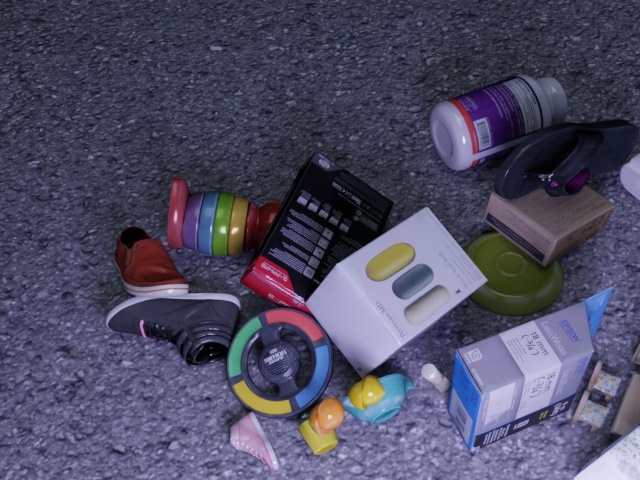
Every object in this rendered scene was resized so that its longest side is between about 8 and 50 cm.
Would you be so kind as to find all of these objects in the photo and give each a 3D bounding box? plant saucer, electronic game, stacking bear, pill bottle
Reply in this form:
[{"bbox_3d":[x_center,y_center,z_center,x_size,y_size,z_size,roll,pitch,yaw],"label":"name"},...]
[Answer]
[{"bbox_3d":[0.431,0.061,1.673,0.241,0.037,0.241,-2,52,3],"label":"plant saucer"},{"bbox_3d":[-0.085,0.250,1.523,0.229,0.048,0.229,-5,70,13],"label":"electronic game"},{"bbox_3d":[-0.203,-0.041,1.743,0.289,0.175,0.164,7,78,-2],"label":"stacking bear"},{"bbox_3d":[0.452,-0.308,1.873,0.323,0.181,0.181,-21,53,-12],"label":"pill bottle"}]

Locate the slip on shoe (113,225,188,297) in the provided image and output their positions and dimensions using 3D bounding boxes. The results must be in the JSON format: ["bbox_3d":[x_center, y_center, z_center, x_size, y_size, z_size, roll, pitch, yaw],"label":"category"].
[{"bbox_3d":[-0.382,0.049,1.633,0.123,0.101,0.331,-3,19,-29],"label":"slip on shoe"}]

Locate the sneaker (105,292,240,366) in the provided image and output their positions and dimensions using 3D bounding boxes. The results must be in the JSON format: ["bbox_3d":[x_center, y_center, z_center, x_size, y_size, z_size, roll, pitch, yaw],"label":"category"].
[{"bbox_3d":[-0.319,0.197,1.588,0.296,0.104,0.147,-4,46,-3],"label":"sneaker"}]

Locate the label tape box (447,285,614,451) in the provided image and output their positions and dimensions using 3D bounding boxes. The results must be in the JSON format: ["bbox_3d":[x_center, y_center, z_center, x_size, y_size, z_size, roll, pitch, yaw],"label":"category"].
[{"bbox_3d":[0.416,0.247,1.394,0.333,0.240,0.106,-20,52,-10],"label":"label tape box"}]

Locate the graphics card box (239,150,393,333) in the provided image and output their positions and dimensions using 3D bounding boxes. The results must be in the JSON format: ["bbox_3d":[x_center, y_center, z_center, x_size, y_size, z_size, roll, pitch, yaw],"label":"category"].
[{"bbox_3d":[0.000,0.000,1.662,0.233,0.094,0.371,32,56,-11],"label":"graphics card box"}]

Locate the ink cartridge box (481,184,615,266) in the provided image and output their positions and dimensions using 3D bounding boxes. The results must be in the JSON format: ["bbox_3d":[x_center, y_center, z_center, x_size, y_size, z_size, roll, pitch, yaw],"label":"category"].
[{"bbox_3d":[0.524,-0.065,1.702,0.234,0.088,0.193,-25,52,-31],"label":"ink cartridge box"}]

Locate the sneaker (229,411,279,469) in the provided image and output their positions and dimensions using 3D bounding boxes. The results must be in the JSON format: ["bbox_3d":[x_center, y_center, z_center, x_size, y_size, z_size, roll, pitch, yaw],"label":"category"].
[{"bbox_3d":[-0.134,0.404,1.443,0.070,0.051,0.134,-26,51,-13],"label":"sneaker"}]

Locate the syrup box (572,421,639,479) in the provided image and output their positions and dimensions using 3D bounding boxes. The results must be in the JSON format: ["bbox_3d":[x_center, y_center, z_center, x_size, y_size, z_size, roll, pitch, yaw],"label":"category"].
[{"bbox_3d":[0.565,0.381,1.295,0.237,0.096,0.093,-43,69,10],"label":"syrup box"}]

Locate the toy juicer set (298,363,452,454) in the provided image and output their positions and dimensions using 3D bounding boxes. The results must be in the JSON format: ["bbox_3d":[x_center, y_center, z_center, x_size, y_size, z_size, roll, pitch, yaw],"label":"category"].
[{"bbox_3d":[0.110,0.285,1.413,0.329,0.209,0.089,-22,61,-11],"label":"toy juicer set"}]

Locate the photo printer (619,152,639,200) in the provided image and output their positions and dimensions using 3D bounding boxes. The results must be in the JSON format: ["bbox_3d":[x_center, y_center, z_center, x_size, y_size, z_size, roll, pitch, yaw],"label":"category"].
[{"bbox_3d":[0.918,-0.162,1.760,0.307,0.107,0.256,-29,54,-17],"label":"photo printer"}]

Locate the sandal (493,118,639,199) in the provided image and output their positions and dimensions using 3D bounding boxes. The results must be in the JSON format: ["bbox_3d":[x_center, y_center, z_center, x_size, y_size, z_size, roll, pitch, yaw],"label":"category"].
[{"bbox_3d":[0.576,-0.180,1.646,0.446,0.167,0.107,-17,44,-28],"label":"sandal"}]

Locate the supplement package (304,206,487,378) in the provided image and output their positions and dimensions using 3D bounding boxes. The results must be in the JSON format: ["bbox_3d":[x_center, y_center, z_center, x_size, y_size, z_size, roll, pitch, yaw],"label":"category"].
[{"bbox_3d":[0.150,0.105,1.496,0.262,0.198,0.199,-31,77,-32],"label":"supplement package"}]

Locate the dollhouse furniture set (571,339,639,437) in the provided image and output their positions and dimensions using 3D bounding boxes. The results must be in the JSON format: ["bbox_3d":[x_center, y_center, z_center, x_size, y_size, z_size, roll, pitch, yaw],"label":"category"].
[{"bbox_3d":[0.633,0.272,1.405,0.212,0.161,0.242,24,57,22],"label":"dollhouse furniture set"}]
